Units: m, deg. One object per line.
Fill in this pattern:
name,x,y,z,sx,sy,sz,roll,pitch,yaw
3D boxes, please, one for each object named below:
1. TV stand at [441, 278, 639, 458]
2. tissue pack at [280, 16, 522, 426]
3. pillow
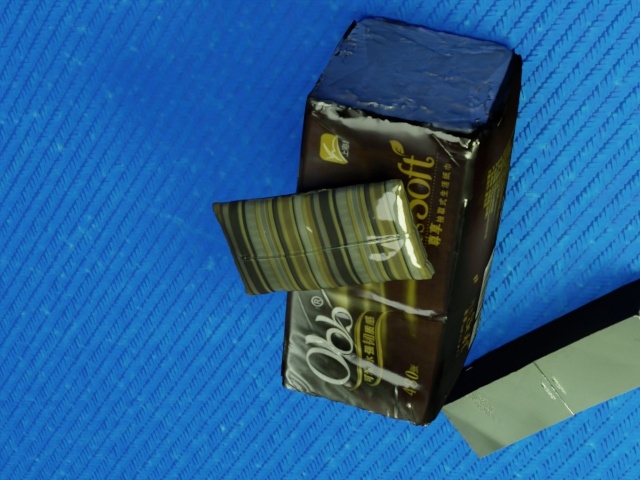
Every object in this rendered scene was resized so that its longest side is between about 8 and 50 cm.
TV stand,0.261,0.138,1.894,0.269,0.088,0.083,-31,106,34
tissue pack,0.082,-0.015,1.800,0.198,0.210,0.370,12,124,8
pillow,0.000,0.000,1.688,0.203,0.038,0.113,-8,118,25
